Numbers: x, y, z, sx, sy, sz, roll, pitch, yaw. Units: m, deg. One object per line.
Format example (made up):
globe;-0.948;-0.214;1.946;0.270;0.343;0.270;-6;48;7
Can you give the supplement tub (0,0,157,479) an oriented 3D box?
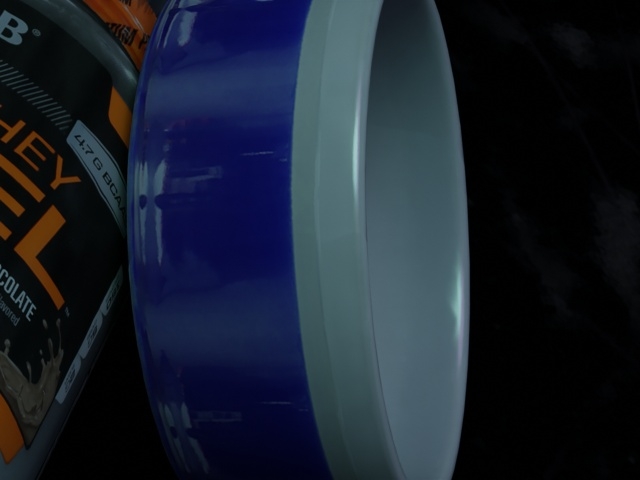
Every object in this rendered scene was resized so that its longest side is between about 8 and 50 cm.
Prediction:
supplement tub;-0.191;0.014;0.737;0.207;0.207;0.338;29;45;-9

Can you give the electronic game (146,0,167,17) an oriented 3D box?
electronic game;-0.040;-0.092;1.033;0.229;0.048;0.229;17;48;-19

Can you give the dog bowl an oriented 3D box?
dog bowl;0.000;0.000;0.827;0.104;0.265;0.265;-2;45;14
